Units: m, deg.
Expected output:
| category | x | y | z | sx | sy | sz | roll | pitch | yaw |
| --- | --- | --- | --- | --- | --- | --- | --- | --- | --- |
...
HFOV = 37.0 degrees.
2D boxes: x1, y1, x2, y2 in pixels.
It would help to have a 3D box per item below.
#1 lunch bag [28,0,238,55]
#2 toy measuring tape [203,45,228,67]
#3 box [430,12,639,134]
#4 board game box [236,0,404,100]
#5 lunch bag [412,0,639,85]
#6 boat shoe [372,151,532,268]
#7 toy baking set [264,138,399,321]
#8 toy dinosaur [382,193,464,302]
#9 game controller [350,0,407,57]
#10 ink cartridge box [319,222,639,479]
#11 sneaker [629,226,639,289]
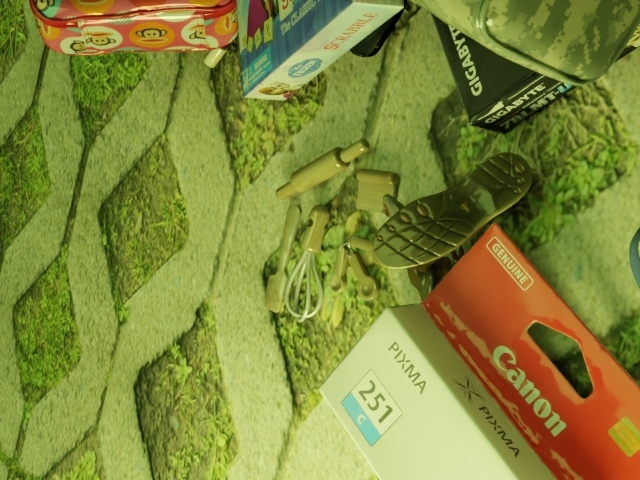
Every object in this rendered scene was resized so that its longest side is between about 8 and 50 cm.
| category | x | y | z | sx | sy | sz | roll | pitch | yaw |
| --- | --- | --- | --- | --- | --- | --- | --- | --- | --- |
| lunch bag | -0.257 | -0.395 | 1.338 | 0.120 | 0.293 | 0.258 | 103 | 161 | -69 |
| toy measuring tape | -0.243 | -0.390 | 1.435 | 0.121 | 0.121 | 0.330 | -48 | 53 | 30 |
| box | 0.233 | -0.305 | 0.962 | 0.293 | 0.073 | 0.295 | -32 | 62 | 38 |
| board game box | -0.019 | -0.365 | 1.128 | 0.319 | 0.066 | 0.317 | 157 | 111 | -62 |
| lunch bag | 0.176 | -0.321 | 0.817 | 0.256 | 0.213 | 0.305 | 41 | 112 | 41 |
| boat shoe | 0.136 | -0.022 | 0.976 | 0.178 | 0.060 | 0.064 | -32 | 75 | 2 |
| toy baking set | 0.000 | -0.007 | 1.183 | 0.256 | 0.030 | 0.196 | -22 | 69 | 42 |
| toy dinosaur | 0.118 | 0.041 | 1.048 | 0.112 | 0.064 | 0.211 | 128 | 136 | -62 |
| game controller | 0.047 | -0.386 | 1.144 | 0.166 | 0.067 | 0.319 | 141 | 124 | -58 |
| ink cartridge box | 0.163 | 0.174 | 0.930 | 0.296 | 0.066 | 0.261 | 53 | 122 | 26 |
| sneaker | 0.336 | 0.082 | 0.751 | 0.112 | 0.131 | 0.296 | -55 | 48 | 28 |
